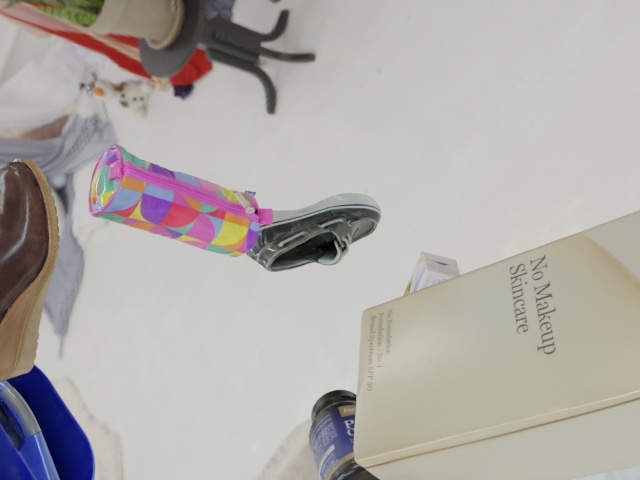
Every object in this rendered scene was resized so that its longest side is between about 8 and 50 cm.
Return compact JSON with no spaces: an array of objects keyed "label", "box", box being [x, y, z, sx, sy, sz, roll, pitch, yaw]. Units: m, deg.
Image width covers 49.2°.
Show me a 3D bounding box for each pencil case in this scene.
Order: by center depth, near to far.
[{"label":"pencil case","box":[-0.186,-0.048,0.936,0.104,0.236,0.104,-22,61,46]}]

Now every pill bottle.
[{"label":"pill bottle","box":[0.049,0.328,1.087,0.219,0.123,0.122,-120,51,-68]}]

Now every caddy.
[{"label":"caddy","box":[-0.515,0.318,1.117,0.179,0.241,0.341,-47,73,20]}]

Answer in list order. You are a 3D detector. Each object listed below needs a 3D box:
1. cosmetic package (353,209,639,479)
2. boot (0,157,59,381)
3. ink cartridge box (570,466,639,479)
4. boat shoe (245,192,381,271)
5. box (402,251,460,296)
[{"label":"cosmetic package","box":[0.186,0.098,0.566,0.309,0.113,0.160,-25,39,29]},{"label":"boot","box":[-0.374,0.028,0.689,0.090,0.207,0.248,0,85,38]},{"label":"ink cartridge box","box":[0.448,0.382,1.222,0.385,0.091,0.308,-26,26,24]},{"label":"boat shoe","box":[0.000,0.000,1.326,0.119,0.335,0.121,51,137,29]},{"label":"box","box":[0.148,0.171,1.194,0.063,0.067,0.324,-88,14,-62]}]
